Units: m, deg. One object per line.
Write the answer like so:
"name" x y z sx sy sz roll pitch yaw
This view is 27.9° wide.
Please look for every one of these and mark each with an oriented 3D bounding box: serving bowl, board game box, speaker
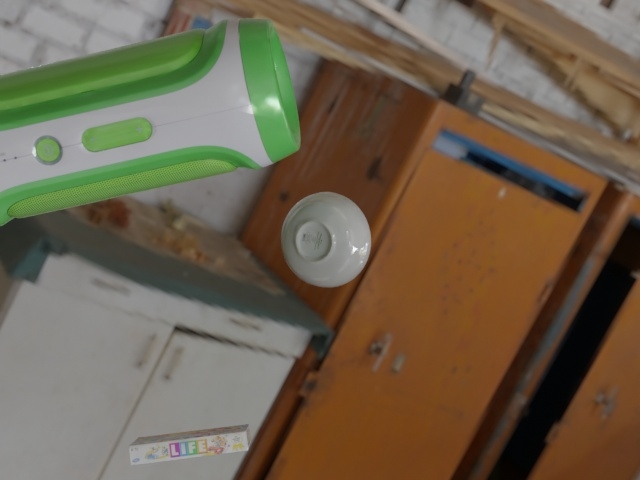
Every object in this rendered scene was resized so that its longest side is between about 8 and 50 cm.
"serving bowl" 0.000 0.000 1.103 0.083 0.083 0.027 32 16 22
"board game box" -0.171 0.271 1.715 0.154 0.026 0.103 -7 -2 -2
"speaker" -0.172 -0.094 1.048 0.296 0.131 0.131 -12 8 6
